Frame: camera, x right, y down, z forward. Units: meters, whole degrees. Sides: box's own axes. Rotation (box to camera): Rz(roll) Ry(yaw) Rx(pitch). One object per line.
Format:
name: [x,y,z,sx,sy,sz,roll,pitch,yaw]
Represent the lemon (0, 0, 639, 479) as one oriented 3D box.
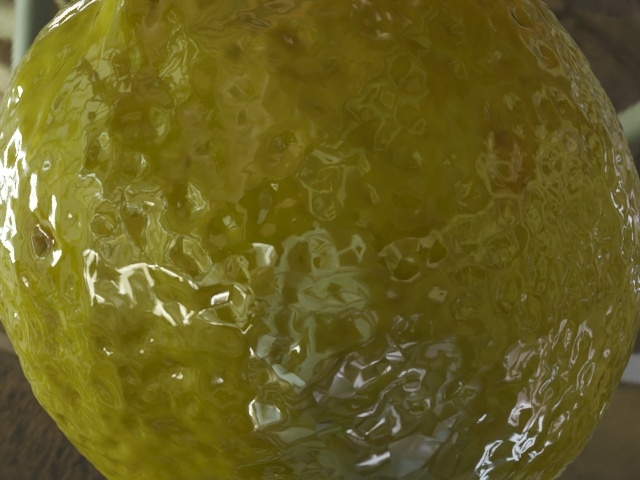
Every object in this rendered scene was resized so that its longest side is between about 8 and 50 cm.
lemon: [0.000,0.000,0.490,0.267,0.267,0.267,22,-142,-19]
